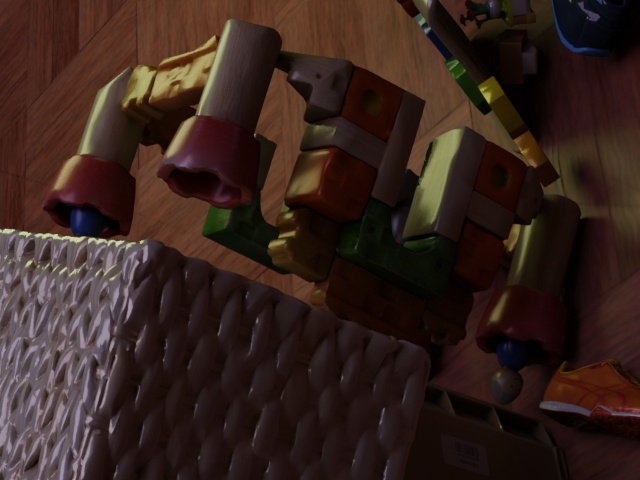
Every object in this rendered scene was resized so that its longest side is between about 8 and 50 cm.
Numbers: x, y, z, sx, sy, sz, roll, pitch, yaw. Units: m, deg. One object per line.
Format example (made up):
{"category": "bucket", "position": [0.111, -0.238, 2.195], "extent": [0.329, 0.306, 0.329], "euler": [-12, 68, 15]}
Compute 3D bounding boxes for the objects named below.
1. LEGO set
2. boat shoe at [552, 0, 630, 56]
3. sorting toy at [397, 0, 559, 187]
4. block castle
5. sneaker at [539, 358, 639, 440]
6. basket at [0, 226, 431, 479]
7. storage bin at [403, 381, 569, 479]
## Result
{"category": "LEGO set", "position": [0.160, -0.269, 1.915], "extent": [0.287, 0.107, 0.132], "euler": [93, 164, -60]}
{"category": "boat shoe", "position": [0.267, -0.304, 1.928], "extent": [0.089, 0.109, 0.258], "euler": [121, 138, -55]}
{"category": "sorting toy", "position": [0.135, -0.183, 1.952], "extent": [0.041, 0.229, 0.307], "euler": [-34, 40, 7]}
{"category": "block castle", "position": [0.000, 0.000, 1.837], "extent": [0.303, 0.453, 0.213], "euler": [-12, 56, 54]}
{"category": "sneaker", "position": [0.258, 0.136, 1.724], "extent": [0.175, 0.064, 0.067], "euler": [10, 72, 56]}
{"category": "basket", "position": [-0.135, 0.186, 1.550], "extent": [0.266, 0.328, 0.331], "euler": [3, 73, 53]}
{"category": "storage bin", "position": [0.094, 0.260, 1.715], "extent": [0.123, 0.262, 0.260], "euler": [-42, 41, 37]}
